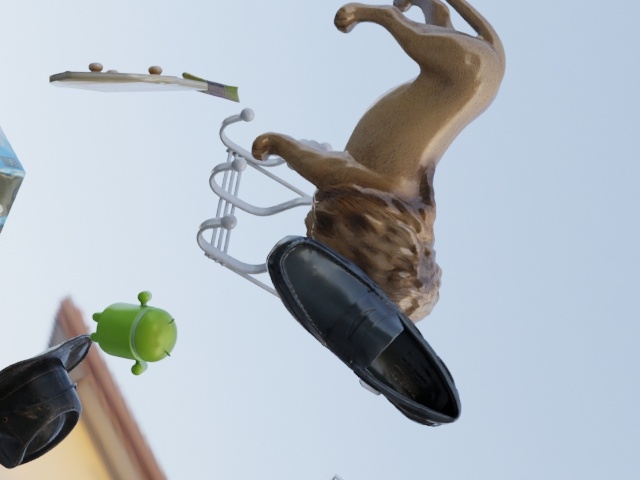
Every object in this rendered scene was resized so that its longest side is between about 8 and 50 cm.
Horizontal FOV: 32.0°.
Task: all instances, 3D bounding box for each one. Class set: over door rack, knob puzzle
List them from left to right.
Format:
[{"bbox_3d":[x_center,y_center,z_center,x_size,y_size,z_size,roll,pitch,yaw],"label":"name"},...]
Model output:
[{"bbox_3d":[-0.271,-0.219,1.476,0.213,0.213,0.030,6,-84,54],"label":"knob puzzle"},{"bbox_3d":[0.000,0.000,1.381,0.108,0.239,0.324,-34,-61,28],"label":"over door rack"}]

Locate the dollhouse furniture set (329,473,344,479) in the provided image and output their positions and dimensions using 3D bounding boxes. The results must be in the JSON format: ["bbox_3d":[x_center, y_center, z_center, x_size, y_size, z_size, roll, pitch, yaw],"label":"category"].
[{"bbox_3d":[0.002,0.598,1.755,0.256,0.362,0.394,41,-6,6],"label":"dollhouse furniture set"}]

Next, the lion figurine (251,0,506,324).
[{"bbox_3d":[0.091,-0.115,1.168,0.240,0.142,0.392,32,-84,27],"label":"lion figurine"}]

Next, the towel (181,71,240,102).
[{"bbox_3d":[-0.153,-0.215,1.561,0.060,0.083,0.009,93,14,-79],"label":"towel"}]

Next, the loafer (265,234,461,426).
[{"bbox_3d":[0.044,0.079,0.981,0.223,0.076,0.078,46,-11,-13],"label":"loafer"}]

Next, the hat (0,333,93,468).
[{"bbox_3d":[-0.497,0.298,1.879,0.134,0.331,0.331,56,-35,7],"label":"hat"}]

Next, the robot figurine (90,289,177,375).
[{"bbox_3d":[-0.221,0.110,1.336,0.115,0.067,0.101,5,-91,33],"label":"robot figurine"}]

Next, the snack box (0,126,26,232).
[{"bbox_3d":[-0.572,-0.029,1.765,0.187,0.060,0.322,51,-58,41],"label":"snack box"}]
